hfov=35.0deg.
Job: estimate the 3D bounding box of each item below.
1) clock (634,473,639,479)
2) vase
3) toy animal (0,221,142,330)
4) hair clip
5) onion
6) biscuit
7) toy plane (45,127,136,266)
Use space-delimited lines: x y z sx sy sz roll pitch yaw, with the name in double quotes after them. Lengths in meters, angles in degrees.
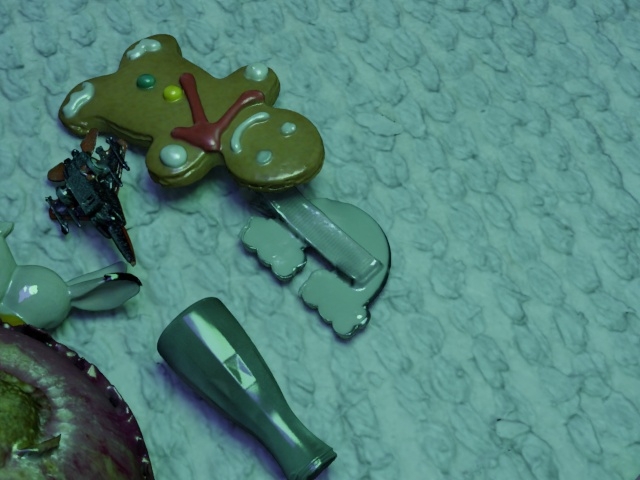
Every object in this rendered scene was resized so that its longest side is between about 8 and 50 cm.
0.391 0.222 0.972 0.150 0.197 0.063 -13 59 -11 "clock"
-0.073 0.161 1.050 0.086 0.086 0.214 -37 72 -23 "vase"
-0.298 0.053 1.080 0.181 0.131 0.127 31 95 -19 "toy animal"
0.000 0.000 1.169 0.220 0.054 0.140 42 60 17 "hair clip"
-0.325 0.229 0.883 0.358 0.345 0.358 12 54 -17 "onion"
-0.142 -0.155 1.216 0.339 0.047 0.216 30 62 28 "biscuit"
-0.251 -0.041 1.145 0.130 0.061 0.189 -42 50 10 "toy plane"
